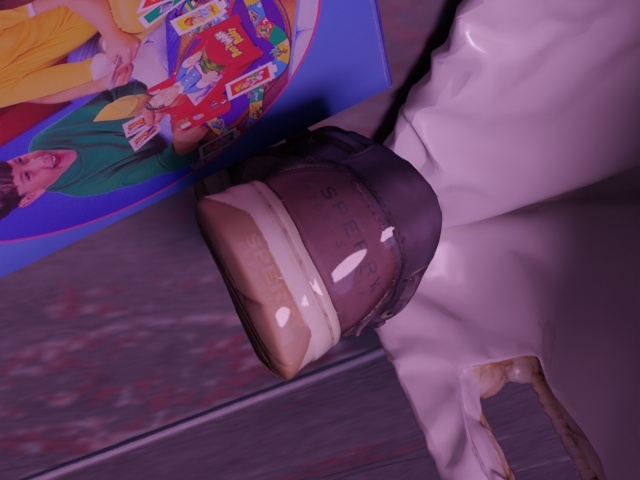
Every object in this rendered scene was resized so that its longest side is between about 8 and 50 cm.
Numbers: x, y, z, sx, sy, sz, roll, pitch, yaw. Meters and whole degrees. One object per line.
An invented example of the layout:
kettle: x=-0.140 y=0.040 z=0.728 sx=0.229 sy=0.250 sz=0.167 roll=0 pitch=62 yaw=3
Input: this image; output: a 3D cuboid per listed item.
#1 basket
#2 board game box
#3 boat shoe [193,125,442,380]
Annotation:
basket: x=0.224 y=0.015 z=0.820 sx=0.266 sy=0.328 sz=0.331 roll=-12 pitch=152 yaw=-29
board game box: x=-0.111 y=-0.110 z=0.561 sx=0.233 sy=0.078 sz=0.347 roll=-27 pitch=155 yaw=-5
boat shoe: x=0.000 y=0.000 z=0.764 sx=0.092 sy=0.103 sz=0.285 roll=-23 pitch=-179 yaw=-3
